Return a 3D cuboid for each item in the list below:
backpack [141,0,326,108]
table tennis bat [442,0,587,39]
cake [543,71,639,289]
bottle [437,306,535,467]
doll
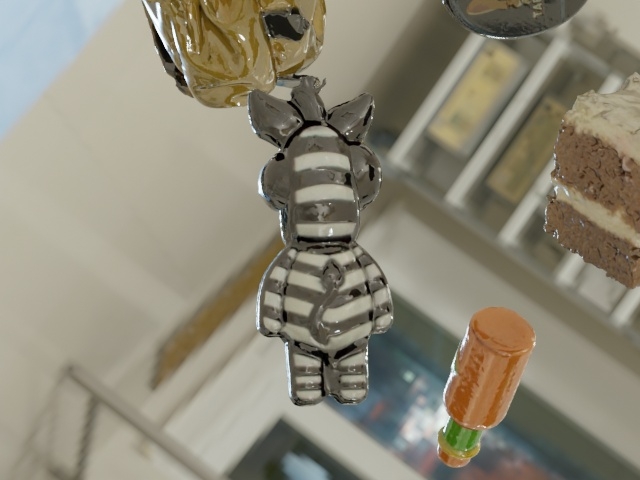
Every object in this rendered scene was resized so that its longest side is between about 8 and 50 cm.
[{"bbox_3d":[-0.100,-0.315,1.733,0.201,0.378,0.353,-17,170,-5],"label":"backpack"},{"bbox_3d":[0.227,-0.258,1.813,0.236,0.027,0.150,-10,133,-2],"label":"table tennis bat"},{"bbox_3d":[0.288,-0.055,1.695,0.135,0.134,0.147,-16,129,-36],"label":"cake"},{"bbox_3d":[0.153,0.150,1.887,0.069,0.069,0.187,-39,154,-45],"label":"bottle"},{"bbox_3d":[0.000,0.000,1.286,0.067,0.091,0.219,145,-58,-80],"label":"doll"}]
